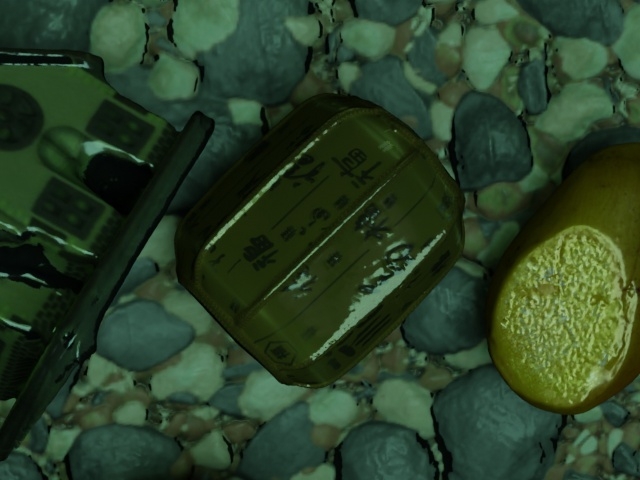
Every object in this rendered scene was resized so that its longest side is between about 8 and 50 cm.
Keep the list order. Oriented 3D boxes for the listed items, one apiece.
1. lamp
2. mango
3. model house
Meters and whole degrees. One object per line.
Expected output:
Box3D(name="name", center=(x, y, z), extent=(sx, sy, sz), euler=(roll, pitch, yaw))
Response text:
Box3D(name="lamp", center=(0.000, 0.000, 0.955), extent=(0.185, 0.161, 0.161), euler=(-47, 114, -5))
Box3D(name="mango", center=(0.207, 0.026, 1.067), extent=(0.141, 0.102, 0.217), euler=(19, 96, 1))
Box3D(name="model house", center=(-0.245, -0.031, 0.849), extent=(0.278, 0.205, 0.218), euler=(30, 56, -7))
